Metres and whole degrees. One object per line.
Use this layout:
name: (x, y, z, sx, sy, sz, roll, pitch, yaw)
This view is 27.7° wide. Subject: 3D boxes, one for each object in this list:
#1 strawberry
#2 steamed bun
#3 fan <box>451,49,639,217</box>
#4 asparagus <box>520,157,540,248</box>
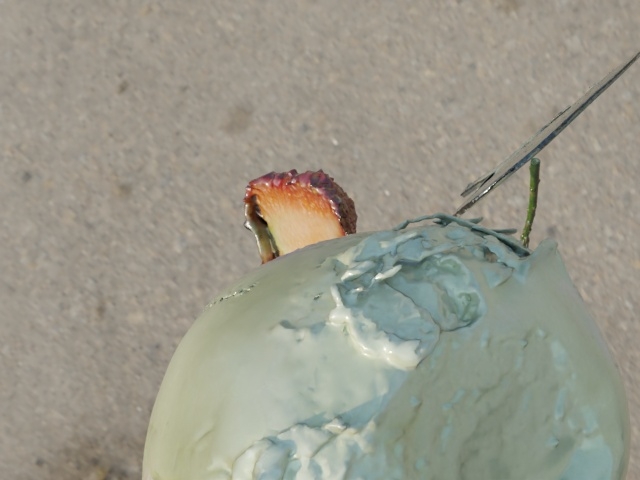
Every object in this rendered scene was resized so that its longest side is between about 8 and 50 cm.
strawberry: (0.003, -0.002, 1.357, 0.087, 0.167, 0.208, -24, 15, -30)
steamed bun: (0.025, 0.111, 0.900, 0.312, 0.334, 0.232, -11, 92, 50)
fan: (0.207, -0.101, 1.199, 0.223, 0.294, 0.012, -43, 90, 12)
asparagus: (0.262, -0.041, 1.620, 0.016, 0.162, 0.016, 31, 53, 27)
